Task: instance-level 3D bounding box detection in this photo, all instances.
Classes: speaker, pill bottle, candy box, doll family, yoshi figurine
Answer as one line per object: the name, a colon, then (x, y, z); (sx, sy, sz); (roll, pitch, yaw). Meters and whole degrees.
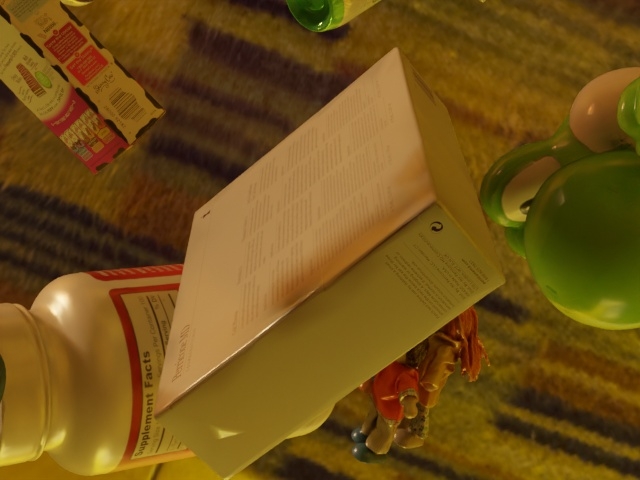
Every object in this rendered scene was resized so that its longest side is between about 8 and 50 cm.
speaker: (0.075, -0.473, 1.921); (0.131, 0.296, 0.131); (31, 141, 28)
pill bottle: (-0.196, 0.143, 1.281); (0.407, 0.229, 0.229); (-4, 116, -33)
candy box: (-0.317, -0.202, 1.359); (0.233, 0.159, 0.071); (46, 63, -13)
doll family: (0.085, 0.089, 1.079); (0.118, 0.263, 0.163); (10, 116, -21)
yoshi figurine: (0.260, -0.052, 0.642); (0.362, 0.203, 0.204); (-27, 82, 29)

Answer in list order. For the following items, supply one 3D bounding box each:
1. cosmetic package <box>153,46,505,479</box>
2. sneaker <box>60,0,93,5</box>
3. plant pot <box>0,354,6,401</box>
cosmetic package: (0.000, 0.000, 0.993); (0.284, 0.377, 0.097); (-36, 112, 16)
sneaker: (-0.335, -0.463, 1.504); (0.236, 0.130, 0.323); (4, 138, 37)
plant pot: (-0.438, 0.065, 0.912); (0.271, 0.272, 0.255); (-13, 121, 5)
